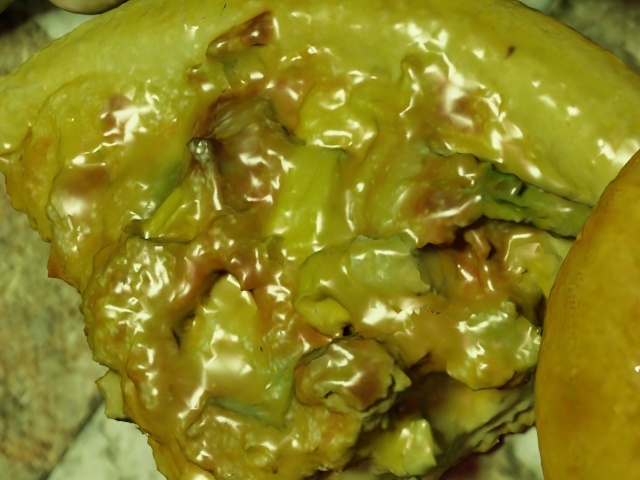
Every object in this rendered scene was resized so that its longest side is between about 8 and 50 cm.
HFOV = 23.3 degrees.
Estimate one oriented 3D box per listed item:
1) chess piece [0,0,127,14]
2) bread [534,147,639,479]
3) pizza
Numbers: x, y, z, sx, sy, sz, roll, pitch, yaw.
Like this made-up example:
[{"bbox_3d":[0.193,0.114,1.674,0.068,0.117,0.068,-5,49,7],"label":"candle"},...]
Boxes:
[{"bbox_3d":[-0.212,-0.158,0.733,0.307,0.124,0.138,18,117,25],"label":"chess piece"},{"bbox_3d":[0.199,0.061,0.441,0.268,0.146,0.268,-4,83,31],"label":"bread"},{"bbox_3d":[-0.006,-0.032,0.613,0.258,0.087,0.268,-39,62,15],"label":"pizza"}]
